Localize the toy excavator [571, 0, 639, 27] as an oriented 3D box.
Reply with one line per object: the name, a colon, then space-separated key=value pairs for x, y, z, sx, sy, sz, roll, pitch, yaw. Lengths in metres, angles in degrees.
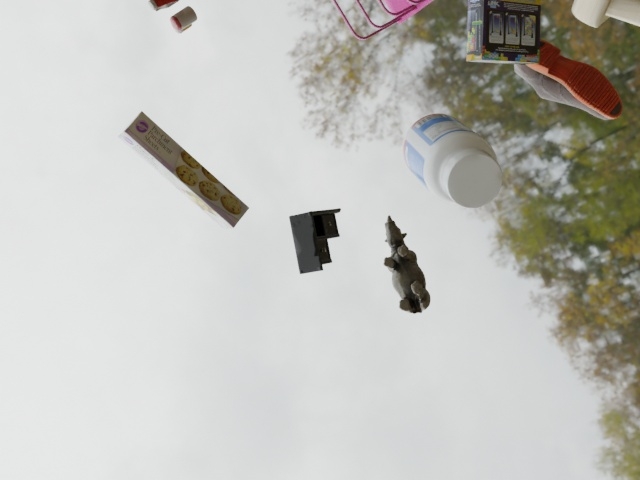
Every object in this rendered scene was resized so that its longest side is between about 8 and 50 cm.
toy excavator: x=0.700 y=-0.343 z=1.387 sx=0.445 sy=0.222 sz=0.433 roll=-10 pitch=-139 yaw=-36

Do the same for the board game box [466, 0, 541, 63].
board game box: x=0.375 y=-0.434 z=1.729 sx=0.170 sy=0.048 sz=0.141 roll=-4 pitch=-82 yaw=-34

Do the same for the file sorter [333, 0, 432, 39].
file sorter: x=0.175 y=-0.631 z=1.998 sx=0.182 sy=0.290 sz=0.202 roll=-38 pitch=-81 yaw=-33

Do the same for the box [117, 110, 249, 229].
box: x=-0.301 y=-0.150 z=1.879 sx=0.324 sy=0.063 sz=0.067 roll=43 pitch=-111 yaw=-18

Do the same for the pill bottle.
pill bottle: x=0.221 y=-0.129 z=1.409 sx=0.124 sy=0.124 sz=0.221 roll=47 pitch=-172 yaw=-22

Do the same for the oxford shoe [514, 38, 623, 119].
oxford shoe: x=0.565 y=-0.354 z=1.936 sx=0.271 sy=0.098 sz=0.097 roll=40 pitch=-115 yaw=13

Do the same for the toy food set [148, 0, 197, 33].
toy food set: x=-0.376 y=-0.568 z=1.975 sx=0.104 sy=0.111 sz=0.232 roll=-39 pitch=-43 yaw=-19

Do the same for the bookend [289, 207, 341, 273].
bookend: x=0.000 y=0.000 z=2.251 sx=0.156 sy=0.072 sz=0.157 roll=-8 pitch=-92 yaw=-58

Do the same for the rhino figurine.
rhino figurine: x=0.180 y=0.052 z=1.859 sx=0.106 sy=0.073 sz=0.243 roll=42 pitch=-151 yaw=-62
